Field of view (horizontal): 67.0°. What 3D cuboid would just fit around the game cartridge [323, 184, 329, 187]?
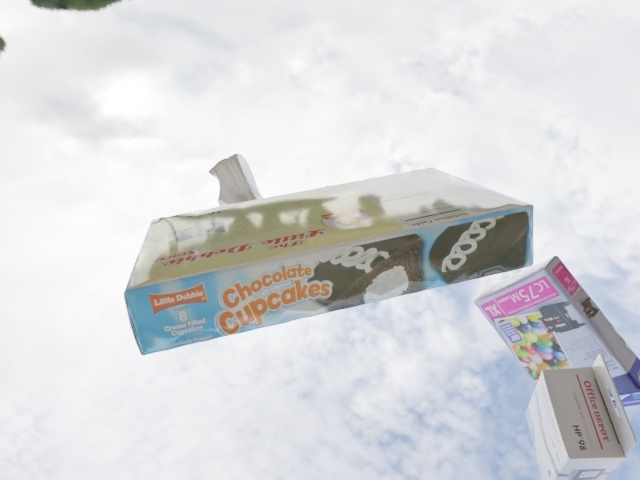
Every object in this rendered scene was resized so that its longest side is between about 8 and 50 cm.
[{"bbox_3d":[0.018,-0.087,1.033,0.017,0.083,0.056,-26,-98,-8],"label":"game cartridge"}]

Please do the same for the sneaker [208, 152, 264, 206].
[{"bbox_3d":[-0.168,-0.069,1.020,0.094,0.080,0.212,-21,-89,15],"label":"sneaker"}]

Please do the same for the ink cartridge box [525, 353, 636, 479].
[{"bbox_3d":[0.298,0.221,0.574,0.060,0.180,0.104,-6,-131,8],"label":"ink cartridge box"}]

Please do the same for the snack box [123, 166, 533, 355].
[{"bbox_3d":[0.000,0.000,0.451,0.322,0.060,0.187,-11,-160,-9],"label":"snack box"}]

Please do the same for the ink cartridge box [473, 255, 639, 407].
[{"bbox_3d":[0.453,0.196,0.900,0.065,0.186,0.311,-35,-96,-37],"label":"ink cartridge box"}]
